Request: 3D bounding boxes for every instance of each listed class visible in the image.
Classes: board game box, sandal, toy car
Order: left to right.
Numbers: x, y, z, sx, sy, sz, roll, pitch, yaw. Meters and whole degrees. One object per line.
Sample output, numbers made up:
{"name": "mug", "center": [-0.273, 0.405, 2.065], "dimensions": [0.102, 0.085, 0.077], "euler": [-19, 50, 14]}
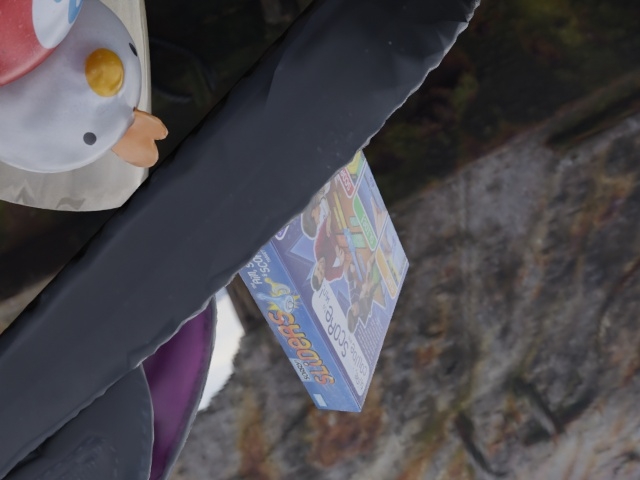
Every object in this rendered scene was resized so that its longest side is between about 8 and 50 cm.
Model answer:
{"name": "toy car", "center": [-0.164, -0.108, 0.604], "dimensions": [0.210, 0.219, 0.238], "euler": [3, 157, 43]}
{"name": "sandal", "center": [-0.090, 0.080, 0.414], "dimensions": [0.446, 0.107, 0.167], "euler": [-44, -171, 22]}
{"name": "board game box", "center": [0.000, 0.000, 0.707], "dimensions": [0.035, 0.201, 0.136], "euler": [0, -133, 26]}

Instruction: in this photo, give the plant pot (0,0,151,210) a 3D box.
{"name": "plant pot", "center": [-0.302, -0.212, 1.241], "dimensions": [0.257, 0.274, 0.256], "euler": [13, -157, -6]}
